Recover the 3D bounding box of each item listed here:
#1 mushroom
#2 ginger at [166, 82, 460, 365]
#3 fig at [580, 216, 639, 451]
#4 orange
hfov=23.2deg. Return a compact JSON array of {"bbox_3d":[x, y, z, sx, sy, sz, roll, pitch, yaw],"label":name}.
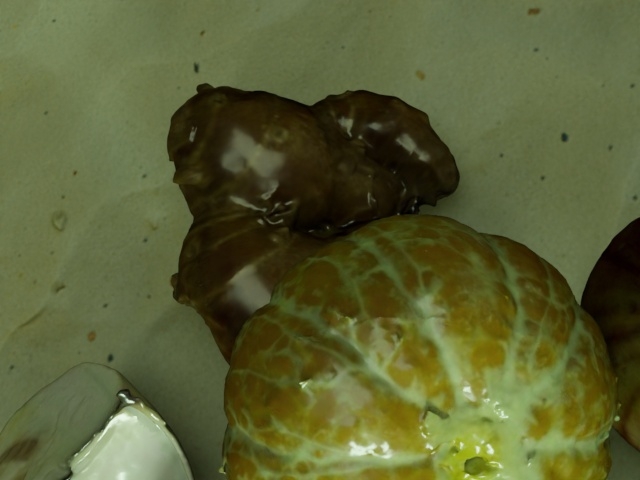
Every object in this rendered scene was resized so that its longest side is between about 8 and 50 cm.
[{"bbox_3d":[-0.218,0.239,1.455,0.236,0.162,0.173,-48,24,0],"label":"mushroom"},{"bbox_3d":[-0.002,0.011,1.457,0.274,0.152,0.357,-4,72,-8],"label":"ginger"},{"bbox_3d":[0.335,0.079,1.324,0.235,0.214,0.235,-9,46,10],"label":"fig"},{"bbox_3d":[0.075,0.141,1.254,0.329,0.249,0.329,0,90,-22],"label":"orange"}]
